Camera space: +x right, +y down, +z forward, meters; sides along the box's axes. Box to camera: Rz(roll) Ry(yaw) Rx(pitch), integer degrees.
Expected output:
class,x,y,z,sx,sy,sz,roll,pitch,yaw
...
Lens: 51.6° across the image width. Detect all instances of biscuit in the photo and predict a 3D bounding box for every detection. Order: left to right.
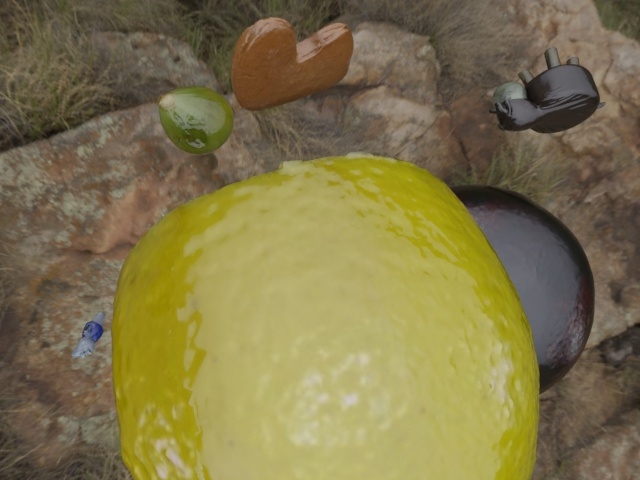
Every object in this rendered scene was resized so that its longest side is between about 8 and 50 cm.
class,x,y,z,sx,sy,sz,roll,pitch,yaw
biscuit,-0.034,-0.252,0.926,0.192,0.186,0.036,-23,73,-19

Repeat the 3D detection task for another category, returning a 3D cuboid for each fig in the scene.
class,x,y,z,sx,sy,sz,roll,pitch,yaw
fig,-0.380,-0.357,1.980,0.230,0.207,0.207,-19,84,-48

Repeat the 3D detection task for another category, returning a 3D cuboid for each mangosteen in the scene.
class,x,y,z,sx,sy,sz,roll,pitch,yaw
mangosteen,0.198,0.078,0.837,0.296,0.313,0.297,3,109,9

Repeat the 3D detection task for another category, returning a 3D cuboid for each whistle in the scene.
class,x,y,z,sx,sy,sz,roll,pitch,yaw
whistle,-0.337,0.138,0.970,0.033,0.029,0.083,-7,39,15

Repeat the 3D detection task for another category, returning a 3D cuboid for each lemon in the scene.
class,x,y,z,sx,sy,sz,roll,pitch,yaw
lemon,0.012,0.135,0.542,0.363,0.364,0.365,1,83,-7

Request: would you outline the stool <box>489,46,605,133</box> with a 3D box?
class,x,y,z,sx,sy,sz,roll,pitch,yaw
stool,0.388,-0.254,1.160,0.217,0.125,0.121,-10,67,-6
